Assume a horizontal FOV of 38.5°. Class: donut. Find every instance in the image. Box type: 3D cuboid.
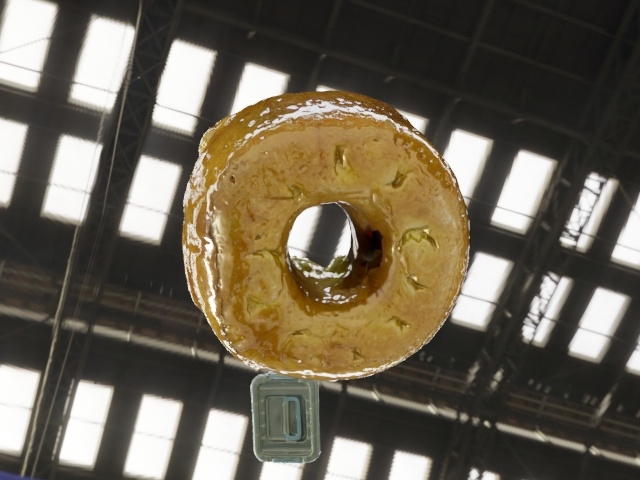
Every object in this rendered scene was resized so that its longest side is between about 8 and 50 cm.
[{"bbox_3d":[0.002,-0.001,0.686,0.226,0.114,0.226,-3,-73,-9],"label":"donut"}]

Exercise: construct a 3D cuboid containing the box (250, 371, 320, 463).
[{"bbox_3d":[-0.033,0.190,1.008,0.074,0.054,0.099,-1,-87,12],"label":"box"}]
